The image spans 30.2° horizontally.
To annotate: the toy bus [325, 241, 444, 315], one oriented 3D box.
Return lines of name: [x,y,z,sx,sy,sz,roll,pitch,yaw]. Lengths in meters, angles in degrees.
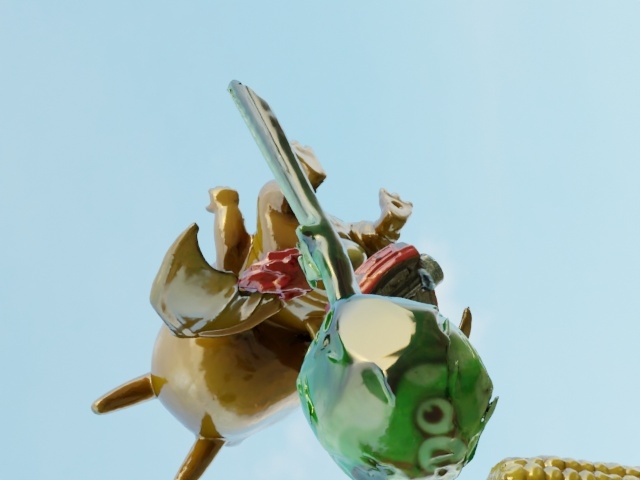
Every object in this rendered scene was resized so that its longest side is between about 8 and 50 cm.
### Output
toy bus: [0.057,0.078,1.018,0.081,0.089,0.195,-38,-43,-22]

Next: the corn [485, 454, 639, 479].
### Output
corn: [0.273,0.231,0.842,0.387,0.144,0.144,15,-115,-11]

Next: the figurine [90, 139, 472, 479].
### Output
figurine: [-0.077,0.085,1.407,0.401,0.387,0.268,15,-146,-40]

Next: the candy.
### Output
candy: [0.000,0.002,0.649,0.097,0.097,0.323,36,-161,-42]
